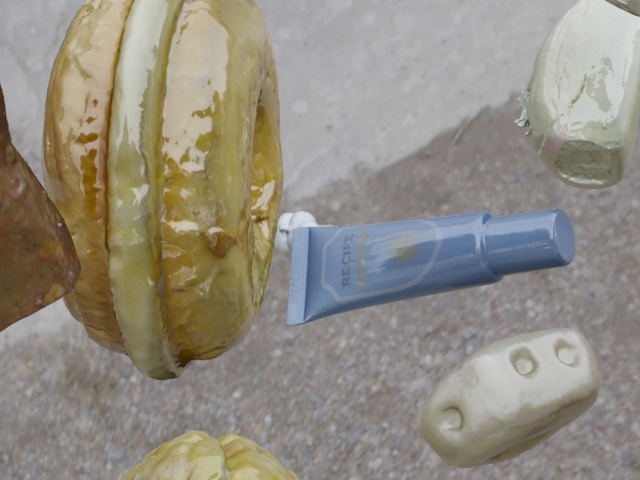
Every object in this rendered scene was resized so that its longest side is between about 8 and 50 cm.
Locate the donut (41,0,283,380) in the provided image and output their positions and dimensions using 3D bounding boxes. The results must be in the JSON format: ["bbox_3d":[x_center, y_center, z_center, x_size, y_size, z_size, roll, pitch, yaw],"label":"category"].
[{"bbox_3d":[-0.148,-0.079,1.304,0.198,0.449,0.449,3,56,5],"label":"donut"}]

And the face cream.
[{"bbox_3d":[0.122,0.022,1.597,0.086,0.385,0.136,31,57,-52],"label":"face cream"}]

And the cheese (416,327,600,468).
[{"bbox_3d":[0.232,0.198,1.579,0.235,0.218,0.117,-25,70,-4],"label":"cheese"}]

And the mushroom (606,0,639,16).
[{"bbox_3d":[0.310,-0.280,1.323,0.084,0.071,0.209,-20,42,-18],"label":"mushroom"}]

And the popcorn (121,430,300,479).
[{"bbox_3d":[-0.144,0.443,1.687,0.344,0.390,0.354,-34,115,-7],"label":"popcorn"}]

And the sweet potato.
[{"bbox_3d":[-0.285,-0.081,0.930,0.131,0.337,0.131,-11,38,8],"label":"sweet potato"}]

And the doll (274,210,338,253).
[{"bbox_3d":[0.000,0.000,1.870,0.162,0.106,0.062,17,70,-44],"label":"doll"}]

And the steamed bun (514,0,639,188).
[{"bbox_3d":[0.328,-0.195,1.625,0.152,0.170,0.239,6,72,13],"label":"steamed bun"}]
